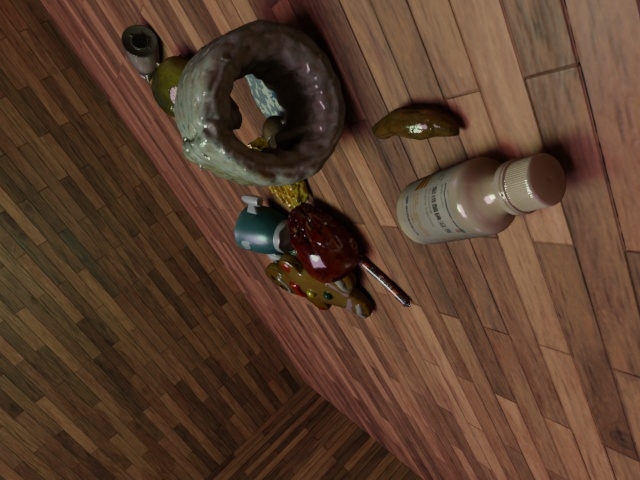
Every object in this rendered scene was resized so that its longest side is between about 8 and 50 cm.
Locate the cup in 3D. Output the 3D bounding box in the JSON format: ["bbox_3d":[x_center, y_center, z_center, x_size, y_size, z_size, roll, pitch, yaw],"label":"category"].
[{"bbox_3d":[-0.168,-0.028,1.375,0.173,0.167,0.299,17,143,32],"label":"cup"}]

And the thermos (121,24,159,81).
[{"bbox_3d":[-0.577,-0.615,1.353,0.193,0.105,0.137,161,97,-74],"label":"thermos"}]

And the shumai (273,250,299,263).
[{"bbox_3d":[-0.108,0.068,1.524,0.099,0.124,0.087,47,-159,13],"label":"shumai"}]

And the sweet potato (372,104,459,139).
[{"bbox_3d":[0.135,-0.185,0.657,0.182,0.054,0.053,21,135,56],"label":"sweet potato"}]

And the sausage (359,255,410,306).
[{"bbox_3d":[0.163,0.105,1.095,0.198,0.028,0.025,42,-176,20],"label":"sausage"}]

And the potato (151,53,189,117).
[{"bbox_3d":[-0.406,-0.438,1.212,0.228,0.149,0.197,41,142,32],"label":"potato"}]

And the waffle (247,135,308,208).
[{"bbox_3d":[-0.103,-0.174,1.143,0.160,0.055,0.211,27,148,47],"label":"waffle"}]

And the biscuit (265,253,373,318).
[{"bbox_3d":[-0.034,0.155,1.361,0.432,0.064,0.283,6,142,42],"label":"biscuit"}]

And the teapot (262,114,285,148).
[{"bbox_3d":[-0.082,-0.261,0.957,0.110,0.085,0.080,-46,58,42],"label":"teapot"}]

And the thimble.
[{"bbox_3d":[-0.117,-0.233,0.762,0.195,0.291,0.291,14,138,59],"label":"thimble"}]

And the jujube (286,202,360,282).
[{"bbox_3d":[0.000,0.000,1.102,0.236,0.168,0.168,54,161,22],"label":"jujube"}]

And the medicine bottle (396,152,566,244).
[{"bbox_3d":[0.221,-0.059,0.601,0.114,0.114,0.252,55,158,-9],"label":"medicine bottle"}]

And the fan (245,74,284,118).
[{"bbox_3d":[-0.121,-0.328,0.997,0.240,0.009,0.131,54,159,-9],"label":"fan"}]
